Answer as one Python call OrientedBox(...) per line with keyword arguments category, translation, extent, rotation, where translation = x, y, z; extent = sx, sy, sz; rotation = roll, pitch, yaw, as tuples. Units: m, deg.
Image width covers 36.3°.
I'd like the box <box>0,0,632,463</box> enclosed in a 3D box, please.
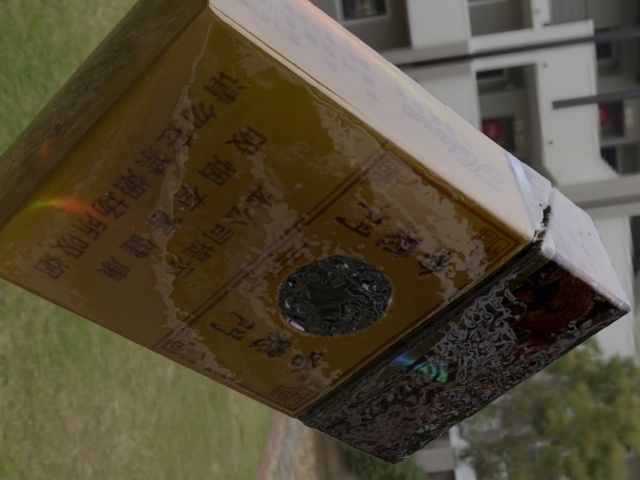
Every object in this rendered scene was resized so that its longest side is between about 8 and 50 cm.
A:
OrientedBox(category="box", translation=(0.000, 0.000, 0.723), extent=(0.415, 0.264, 0.116), rotation=(33, 31, -31))
